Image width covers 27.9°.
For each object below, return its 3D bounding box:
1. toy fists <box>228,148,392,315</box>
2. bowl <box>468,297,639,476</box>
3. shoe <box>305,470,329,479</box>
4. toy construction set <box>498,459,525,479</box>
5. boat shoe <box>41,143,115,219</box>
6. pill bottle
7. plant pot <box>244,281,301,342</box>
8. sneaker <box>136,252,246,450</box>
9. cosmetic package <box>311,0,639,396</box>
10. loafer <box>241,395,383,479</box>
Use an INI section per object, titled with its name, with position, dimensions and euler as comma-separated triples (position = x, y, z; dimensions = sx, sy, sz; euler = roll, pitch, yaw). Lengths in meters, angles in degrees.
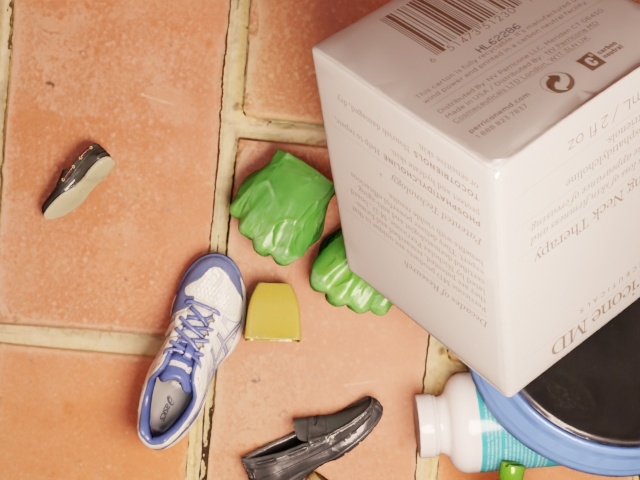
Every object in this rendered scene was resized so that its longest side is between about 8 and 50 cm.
[toy fists]
position = 0.000, 0.000, 1.851
dimensions = 0.279, 0.096, 0.142
euler = 35, 76, -4
[bowl]
position = 0.396, 0.129, 1.791
dimensions = 0.391, 0.077, 0.391
euler = 3, 63, -5
[shoe]
position = 0.045, 0.432, 1.890
dimensions = 0.058, 0.076, 0.219
euler = -40, 96, -4
[toy construction set]
position = 0.322, 0.433, 1.767
dimensions = 0.309, 0.257, 0.237
euler = 11, 84, -28
[boat shoe]
position = -0.355, -0.083, 1.859
dimensions = 0.133, 0.049, 0.042
euler = -45, 66, 8
[pill bottle]
position = 0.269, 0.257, 1.851
dimensions = 0.264, 0.146, 0.146
euler = -4, 94, -3
[plant pot]
position = -0.068, 0.104, 1.865
dimensions = 0.081, 0.081, 0.083
euler = 2, 82, -2
[sneaker]
position = -0.181, 0.163, 1.838
dimensions = 0.112, 0.131, 0.296
euler = 17, 92, -1
[cosmetic package]
position = 0.232, -0.097, 1.617
dimensions = 0.329, 0.327, 0.393
euler = -34, 139, -21
[loafer]
position = -0.012, 0.289, 1.878
dimensions = 0.223, 0.076, 0.078
euler = -33, 102, 4
